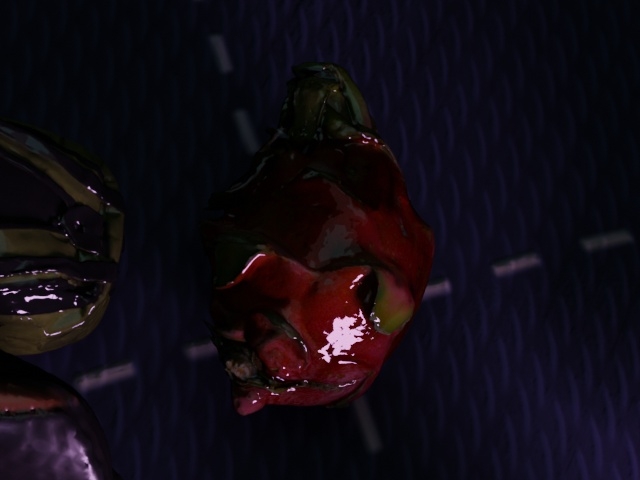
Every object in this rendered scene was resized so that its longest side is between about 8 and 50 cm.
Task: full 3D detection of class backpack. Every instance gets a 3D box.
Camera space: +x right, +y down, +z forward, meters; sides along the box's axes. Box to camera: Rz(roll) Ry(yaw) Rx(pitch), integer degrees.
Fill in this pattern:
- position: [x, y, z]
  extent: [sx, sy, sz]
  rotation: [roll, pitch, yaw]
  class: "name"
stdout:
- position: [-0.268, -0.013, 1.266]
  extent: [0.253, 0.140, 0.207]
  rotation: [11, 60, -16]
  class: "backpack"

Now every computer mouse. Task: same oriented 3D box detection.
- position: [-0.295, 0.137, 1.152]
  extent: [0.323, 0.183, 0.116]
  rotation: [21, 35, 3]
  class: "computer mouse"

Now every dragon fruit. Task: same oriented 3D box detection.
- position: [-0.017, -0.003, 1.277]
  extent: [0.200, 0.198, 0.269]
  rotation: [-11, 80, -41]
  class: "dragon fruit"
